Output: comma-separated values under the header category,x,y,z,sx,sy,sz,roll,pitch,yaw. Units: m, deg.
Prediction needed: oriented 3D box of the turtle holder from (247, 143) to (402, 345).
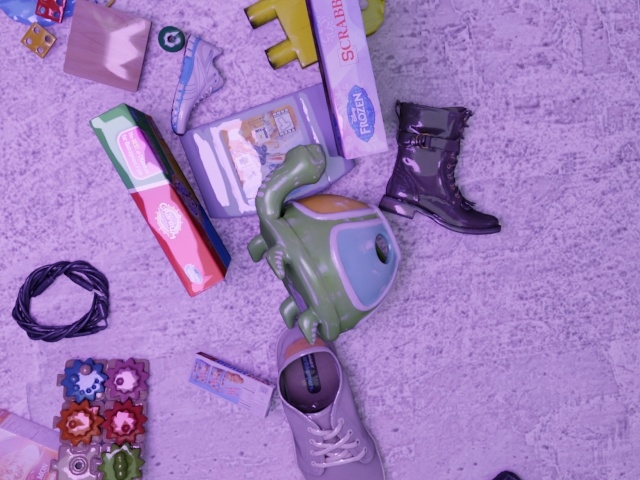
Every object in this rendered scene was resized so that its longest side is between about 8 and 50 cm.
category,x,y,z,sx,sy,sz,roll,pitch,yaw
turtle holder,0.001,0.010,1.140,0.227,0.243,0.320,-28,80,-12

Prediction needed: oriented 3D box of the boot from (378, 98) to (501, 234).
category,x,y,z,sx,sy,sz,roll,pitch,yaw
boot,0.244,-0.140,1.195,0.263,0.091,0.229,15,97,-3

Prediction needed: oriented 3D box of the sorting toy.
category,x,y,z,sx,sy,sz,roll,pitch,yaw
sorting toy,-0.392,-0.355,1.144,0.275,0.046,0.132,15,105,-8

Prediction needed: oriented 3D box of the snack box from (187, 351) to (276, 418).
category,x,y,z,sx,sy,sz,roll,pitch,yaw
snack box,-0.173,0.278,1.217,0.178,0.022,0.064,19,99,21

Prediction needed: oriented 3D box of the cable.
category,x,y,z,sx,sy,sz,roll,pitch,yaw
cable,-0.500,0.116,1.203,0.185,0.047,0.150,-7,97,-2

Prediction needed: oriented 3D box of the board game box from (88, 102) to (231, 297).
category,x,y,z,sx,sy,sz,roll,pitch,yaw
board game box,-0.264,-0.072,1.097,0.064,0.242,0.316,-29,99,-2

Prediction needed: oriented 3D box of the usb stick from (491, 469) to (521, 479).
category,x,y,z,sx,sy,sz,roll,pitch,yaw
usb stick,0.458,0.598,1.324,0.077,0.045,0.278,-41,98,9

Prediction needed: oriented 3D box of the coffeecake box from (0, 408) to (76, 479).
category,x,y,z,sx,sy,sz,roll,pitch,yaw
coffeecake box,-0.580,0.435,1.227,0.186,0.068,0.142,25,97,-6

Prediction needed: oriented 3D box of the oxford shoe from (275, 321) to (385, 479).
category,x,y,z,sx,sy,sz,roll,pitch,yaw
oxford shoe,0.017,0.377,1.229,0.169,0.130,0.449,-18,99,-3

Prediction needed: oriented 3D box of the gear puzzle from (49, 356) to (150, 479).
category,x,y,z,sx,sy,sz,roll,pitch,yaw
gear puzzle,-0.419,0.391,1.186,0.176,0.044,0.338,2,78,-10

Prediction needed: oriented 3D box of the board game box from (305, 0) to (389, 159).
category,x,y,z,sx,sy,sz,roll,pitch,yaw
board game box,0.030,-0.291,0.995,0.066,0.318,0.318,-12,98,2

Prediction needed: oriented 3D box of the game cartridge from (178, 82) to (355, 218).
category,x,y,z,sx,sy,sz,roll,pitch,yaw
game cartridge,-0.094,-0.158,1.192,0.297,0.062,0.198,-20,94,-1

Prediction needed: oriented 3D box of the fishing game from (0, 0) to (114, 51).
category,x,y,z,sx,sy,sz,roll,pitch,yaw
fishing game,-0.508,-0.481,1.132,0.264,0.041,0.189,36,95,-16

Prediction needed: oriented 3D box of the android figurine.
category,x,y,z,sx,sy,sz,roll,pitch,yaw
android figurine,0.006,-0.431,1.163,0.273,0.056,0.248,-25,98,2

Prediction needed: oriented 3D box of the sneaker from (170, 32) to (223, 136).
category,x,y,z,sx,sy,sz,roll,pitch,yaw
sneaker,-0.222,-0.279,1.152,0.083,0.071,0.190,14,83,-18
